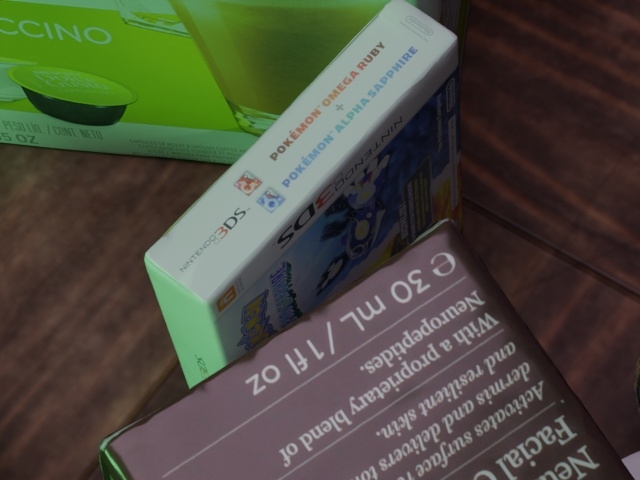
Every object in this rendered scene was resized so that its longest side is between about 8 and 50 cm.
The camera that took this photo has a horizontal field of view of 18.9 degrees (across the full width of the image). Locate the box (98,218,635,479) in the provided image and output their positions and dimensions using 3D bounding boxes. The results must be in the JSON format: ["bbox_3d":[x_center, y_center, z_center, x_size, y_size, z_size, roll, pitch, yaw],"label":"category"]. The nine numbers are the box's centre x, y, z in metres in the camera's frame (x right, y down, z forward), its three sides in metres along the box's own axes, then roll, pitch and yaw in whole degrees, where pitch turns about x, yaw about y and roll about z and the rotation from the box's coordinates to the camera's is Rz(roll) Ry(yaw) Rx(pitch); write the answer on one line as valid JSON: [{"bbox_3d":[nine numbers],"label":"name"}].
[{"bbox_3d":[0.079,0.204,0.852,0.191,0.143,0.381,-33,82,-12],"label":"box"}]

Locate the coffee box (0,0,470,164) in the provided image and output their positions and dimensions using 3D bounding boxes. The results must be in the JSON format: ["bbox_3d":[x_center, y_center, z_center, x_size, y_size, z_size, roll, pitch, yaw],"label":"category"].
[{"bbox_3d":[-0.080,-0.270,1.072,0.338,0.334,0.338,5,62,9],"label":"coffee box"}]

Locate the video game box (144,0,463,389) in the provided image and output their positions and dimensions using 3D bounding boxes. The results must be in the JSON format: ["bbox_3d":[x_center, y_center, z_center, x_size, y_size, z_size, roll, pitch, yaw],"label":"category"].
[{"bbox_3d":[0.000,0.000,0.992,0.048,0.205,0.187,38,72,21],"label":"video game box"}]

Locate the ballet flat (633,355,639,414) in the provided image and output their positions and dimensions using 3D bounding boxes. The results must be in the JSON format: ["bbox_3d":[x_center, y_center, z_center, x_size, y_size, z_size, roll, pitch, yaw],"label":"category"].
[{"bbox_3d":[0.329,0.115,0.954,0.349,0.123,0.123,21,66,15],"label":"ballet flat"}]

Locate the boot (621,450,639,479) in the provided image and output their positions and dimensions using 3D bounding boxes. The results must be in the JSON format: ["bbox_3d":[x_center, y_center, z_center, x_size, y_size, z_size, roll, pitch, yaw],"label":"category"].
[{"bbox_3d":[0.121,0.181,0.956,0.190,0.069,0.086,-29,60,-12],"label":"boot"}]
